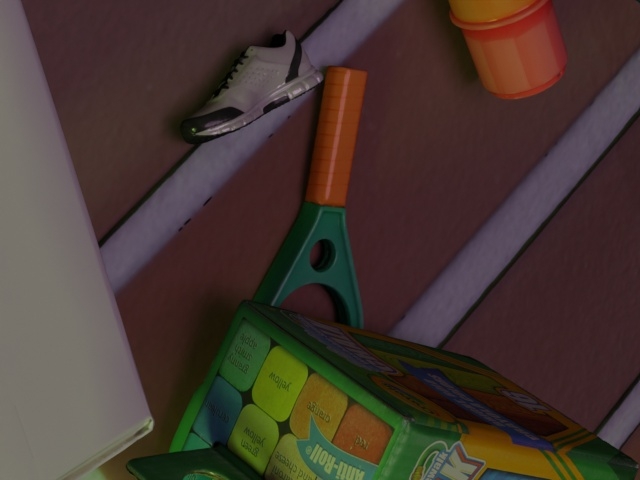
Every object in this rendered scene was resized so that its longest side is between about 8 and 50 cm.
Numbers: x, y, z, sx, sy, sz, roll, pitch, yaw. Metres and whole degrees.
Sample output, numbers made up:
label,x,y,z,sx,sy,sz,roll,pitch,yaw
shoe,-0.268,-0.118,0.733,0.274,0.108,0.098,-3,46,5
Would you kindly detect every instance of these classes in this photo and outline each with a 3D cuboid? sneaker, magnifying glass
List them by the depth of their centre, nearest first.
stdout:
label,x,y,z,sx,sy,sz,roll,pitch,yaw
sneaker,-0.049,-0.095,1.107,0.109,0.040,0.043,-34,104,-35
magnifying glass,0.000,0.000,1.175,0.092,0.026,0.231,4,96,-42

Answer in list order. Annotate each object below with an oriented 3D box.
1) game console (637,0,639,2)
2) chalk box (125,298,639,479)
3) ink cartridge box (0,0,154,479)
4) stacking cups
label,x,y,z,sx,sy,sz,roll,pitch,yaw
game console,0.204,-0.343,1.184,0.173,0.250,0.293,-27,120,-4
chalk box,0.019,0.158,1.104,0.289,0.180,0.179,17,101,-43
ink cartridge box,-0.232,-0.016,0.777,0.129,0.307,0.223,-31,119,-32
stacking cups,0.094,-0.242,1.166,0.096,0.096,0.316,-43,129,-26
